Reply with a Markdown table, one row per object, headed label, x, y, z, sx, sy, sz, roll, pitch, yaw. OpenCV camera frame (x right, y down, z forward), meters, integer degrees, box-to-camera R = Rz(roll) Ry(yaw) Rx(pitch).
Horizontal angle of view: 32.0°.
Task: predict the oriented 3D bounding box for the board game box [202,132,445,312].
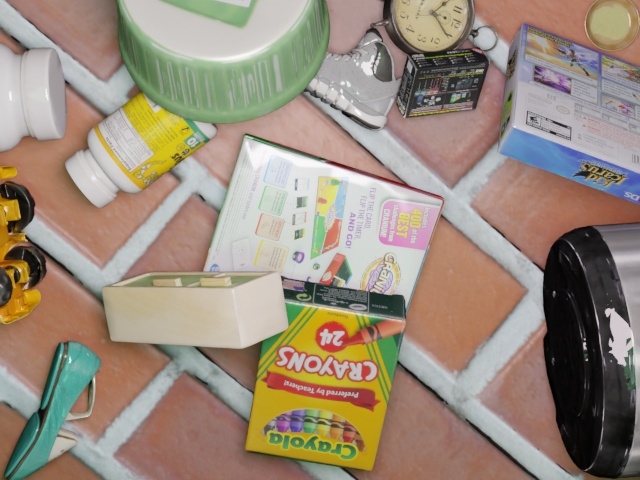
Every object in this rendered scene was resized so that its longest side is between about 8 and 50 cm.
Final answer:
| label | x | y | z | sx | sy | sz | roll | pitch | yaw |
| --- | --- | --- | --- | --- | --- | --- | --- | --- | --- |
| board game box | 0.000 | 0.000 | 1.690 | 0.316 | 0.064 | 0.242 | 18 | 98 | -5 |

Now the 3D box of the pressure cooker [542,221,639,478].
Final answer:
| label | x | y | z | sx | sy | sz | roll | pitch | yaw |
| --- | --- | --- | --- | --- | --- | --- | --- | --- | --- |
| pressure cooker | 0.553 | 0.141 | 1.583 | 0.420 | 0.370 | 0.376 | -4 | 95 | -3 |

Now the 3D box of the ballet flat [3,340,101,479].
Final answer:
| label | x | y | z | sx | sy | sz | roll | pitch | yaw |
| --- | --- | --- | --- | --- | --- | --- | --- | --- | --- |
| ballet flat | -0.401 | 0.274 | 1.711 | 0.087 | 0.083 | 0.247 | 22 | 99 | -20 |

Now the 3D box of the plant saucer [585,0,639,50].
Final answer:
| label | x | y | z | sx | sy | sz | roll | pitch | yaw |
| --- | --- | --- | --- | --- | --- | --- | --- | --- | --- |
| plant saucer | 0.437 | -0.327 | 1.682 | 0.083 | 0.015 | 0.083 | 0 | 98 | -3 |

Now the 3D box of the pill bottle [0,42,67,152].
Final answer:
| label | x | y | z | sx | sy | sz | roll | pitch | yaw |
| --- | --- | --- | --- | --- | --- | --- | --- | --- | --- |
| pill bottle | -0.512 | -0.201 | 1.589 | 0.278 | 0.162 | 0.162 | -4 | 99 | -2 |

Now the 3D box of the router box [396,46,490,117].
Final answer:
| label | x | y | z | sx | sy | sz | roll | pitch | yaw |
| --- | --- | --- | --- | --- | --- | --- | --- | --- | --- |
| router box | 0.179 | -0.231 | 1.636 | 0.122 | 0.038 | 0.092 | -8 | 138 | -19 |

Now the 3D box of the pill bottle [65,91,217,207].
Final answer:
| label | x | y | z | sx | sy | sz | roll | pitch | yaw |
| --- | --- | --- | --- | --- | --- | --- | --- | --- | --- |
| pill bottle | -0.264 | -0.142 | 1.630 | 0.208 | 0.117 | 0.118 | -36 | 99 | 3 |

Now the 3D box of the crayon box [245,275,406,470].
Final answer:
| label | x | y | z | sx | sy | sz | roll | pitch | yaw |
| --- | --- | --- | --- | --- | --- | --- | --- | --- | --- |
| crayon box | 0.002 | 0.223 | 1.678 | 0.202 | 0.081 | 0.319 | 9 | 115 | -1 |

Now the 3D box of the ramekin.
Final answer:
| label | x | y | z | sx | sy | sz | roll | pitch | yaw |
| --- | --- | --- | --- | --- | --- | --- | --- | --- | --- |
| ramekin | -0.137 | -0.327 | 1.530 | 0.303 | 0.148 | 0.304 | 0 | 71 | 0 |

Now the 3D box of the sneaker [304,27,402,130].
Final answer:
| label | x | y | z | sx | sy | sz | roll | pitch | yaw |
| --- | --- | --- | --- | --- | --- | --- | --- | --- | --- |
| sneaker | 0.023 | -0.270 | 1.648 | 0.228 | 0.086 | 0.132 | 30 | 92 | -17 |

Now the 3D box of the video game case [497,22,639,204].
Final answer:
| label | x | y | z | sx | sy | sz | roll | pitch | yaw |
| --- | --- | --- | --- | --- | --- | --- | --- | --- | --- |
| video game case | 0.394 | -0.176 | 1.600 | 0.269 | 0.244 | 0.061 | 20 | 137 | -5 |

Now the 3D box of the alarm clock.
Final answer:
| label | x | y | z | sx | sy | sz | roll | pitch | yaw |
| --- | --- | --- | --- | --- | --- | --- | --- | --- | --- |
| alarm clock | 0.175 | -0.326 | 1.645 | 0.192 | 0.064 | 0.129 | 22 | 90 | -10 |

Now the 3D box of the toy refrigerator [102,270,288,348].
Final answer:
| label | x | y | z | sx | sy | sz | roll | pitch | yaw |
| --- | --- | --- | --- | --- | --- | --- | --- | --- | --- |
| toy refrigerator | -0.184 | 0.092 | 1.603 | 0.269 | 0.102 | 0.094 | -1 | 102 | 40 |

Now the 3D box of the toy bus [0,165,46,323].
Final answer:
| label | x | y | z | sx | sy | sz | roll | pitch | yaw |
| --- | --- | --- | --- | --- | --- | --- | --- | --- | --- |
| toy bus | -0.534 | 0.014 | 1.640 | 0.211 | 0.149 | 0.220 | -7 | 102 | 12 |
